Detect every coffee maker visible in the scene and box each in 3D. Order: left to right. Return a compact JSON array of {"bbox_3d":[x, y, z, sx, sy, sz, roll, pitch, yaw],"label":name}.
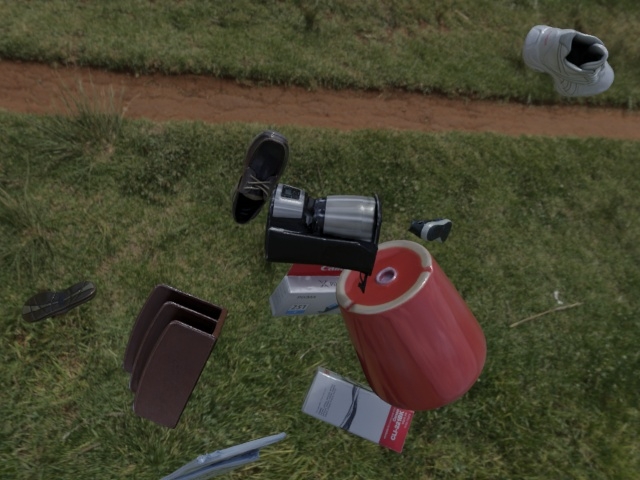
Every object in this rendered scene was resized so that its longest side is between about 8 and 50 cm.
[{"bbox_3d":[0.000,0.000,0.717,0.178,0.120,0.172,6,98,-1],"label":"coffee maker"}]

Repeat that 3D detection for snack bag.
[{"bbox_3d":[-0.296,0.641,1.252,0.323,0.342,0.037,11,47,-49],"label":"snack bag"}]

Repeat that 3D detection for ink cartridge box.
[{"bbox_3d":[0.034,0.124,1.263,0.296,0.261,0.066,2,52,-29],"label":"ink cartridge box"},{"bbox_3d":[0.093,0.453,1.210,0.272,0.197,0.114,21,79,3],"label":"ink cartridge box"}]

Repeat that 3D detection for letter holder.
[{"bbox_3d":[-0.406,0.294,1.147,0.214,0.302,0.152,25,17,-10],"label":"letter holder"}]

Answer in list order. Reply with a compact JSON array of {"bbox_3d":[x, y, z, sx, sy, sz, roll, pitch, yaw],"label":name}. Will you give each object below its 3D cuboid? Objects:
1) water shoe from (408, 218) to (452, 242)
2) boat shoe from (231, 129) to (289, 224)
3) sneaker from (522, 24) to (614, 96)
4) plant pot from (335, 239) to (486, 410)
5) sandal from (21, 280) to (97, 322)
[{"bbox_3d":[0.328,-0.041,1.308,0.080,0.073,0.203,26,13,30],"label":"water shoe"},{"bbox_3d":[-0.184,-0.175,1.347,0.132,0.355,0.130,13,50,-17],"label":"boat shoe"},{"bbox_3d":[0.492,-0.327,0.828,0.232,0.091,0.115,10,16,-28],"label":"sneaker"},{"bbox_3d":[0.166,0.151,0.878,0.275,0.274,0.243,-52,127,-33],"label":"plant pot"},{"bbox_3d":[-0.710,0.174,1.210,0.219,0.060,0.090,-21,52,-2],"label":"sandal"}]
